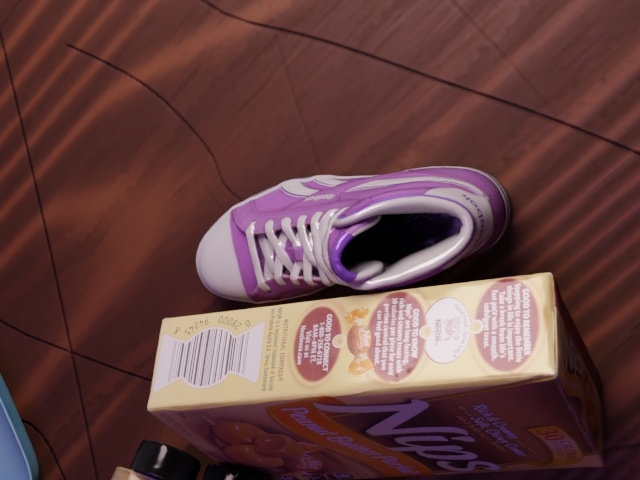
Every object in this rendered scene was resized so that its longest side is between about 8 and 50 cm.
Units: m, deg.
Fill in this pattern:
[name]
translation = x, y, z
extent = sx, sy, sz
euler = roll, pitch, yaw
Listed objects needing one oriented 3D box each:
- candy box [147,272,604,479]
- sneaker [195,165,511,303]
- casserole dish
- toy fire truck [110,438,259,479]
[candy box]
translation = 0.048, 0.119, 0.853
extent = 0.317, 0.183, 0.087
euler = -7, 58, 22
[sneaker]
translation = 0.000, -0.001, 0.866
extent = 0.282, 0.161, 0.102
euler = -15, 96, 23
[casserole dish]
translation = -0.347, 0.195, 1.092
extent = 0.114, 0.037, 0.188
euler = -24, 88, 21
[toy fire truck]
translation = -0.090, 0.306, 0.976
extent = 0.217, 0.246, 0.158
euler = 18, 68, 6
